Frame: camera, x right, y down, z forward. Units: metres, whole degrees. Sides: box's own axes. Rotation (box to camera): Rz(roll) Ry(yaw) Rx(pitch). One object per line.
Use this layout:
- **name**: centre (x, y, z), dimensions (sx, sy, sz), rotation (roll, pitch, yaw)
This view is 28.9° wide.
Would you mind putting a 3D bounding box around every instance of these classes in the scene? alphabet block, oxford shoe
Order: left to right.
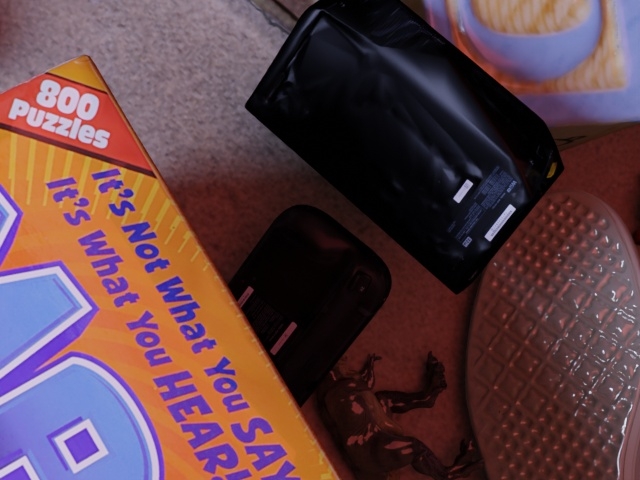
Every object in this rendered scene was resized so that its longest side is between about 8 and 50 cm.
- **alphabet block**: centre (0.137, -0.169, 1.013), dimensions (0.192, 0.197, 0.194), rotation (-4, 86, -15)
- **oxford shoe**: centre (0.225, 0.182, 1.051), dimensions (0.130, 0.169, 0.450), rotation (12, 69, -58)

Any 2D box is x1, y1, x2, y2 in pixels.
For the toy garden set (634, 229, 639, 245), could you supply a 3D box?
- **toy garden set**: centre (0.375, 0.055, 1.135), dimensions (0.244, 0.049, 0.204), rotation (13, 82, -14)

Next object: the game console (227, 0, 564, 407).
- **game console**: centre (0.000, 0.000, 0.935), dimensions (0.213, 0.044, 0.361), rotation (43, 117, 12)

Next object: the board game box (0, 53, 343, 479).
- **board game box**: centre (-0.218, 0.166, 0.781), dimensions (0.356, 0.356, 0.357), rotation (-31, 87, -16)

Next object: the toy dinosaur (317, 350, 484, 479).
- **toy dinosaur**: centre (0.063, 0.165, 1.037), dimensions (0.118, 0.064, 0.268), rotation (-20, 95, -11)
